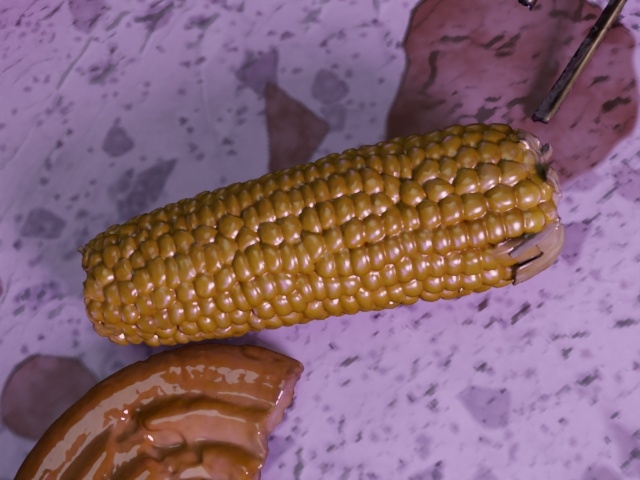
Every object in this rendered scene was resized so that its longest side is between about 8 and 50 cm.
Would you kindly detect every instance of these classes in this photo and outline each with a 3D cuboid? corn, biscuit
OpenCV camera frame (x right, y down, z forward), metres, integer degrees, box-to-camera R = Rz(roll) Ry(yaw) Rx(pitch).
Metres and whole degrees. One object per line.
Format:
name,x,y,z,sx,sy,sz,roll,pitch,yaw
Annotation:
corn,0.000,0.000,0.578,0.260,0.091,0.091,-12,80,5
biscuit,-0.098,0.145,0.553,0.144,0.033,0.224,14,65,17

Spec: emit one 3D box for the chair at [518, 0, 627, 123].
chair,0.247,-0.197,0.602,0.160,0.170,0.325,28,77,25
